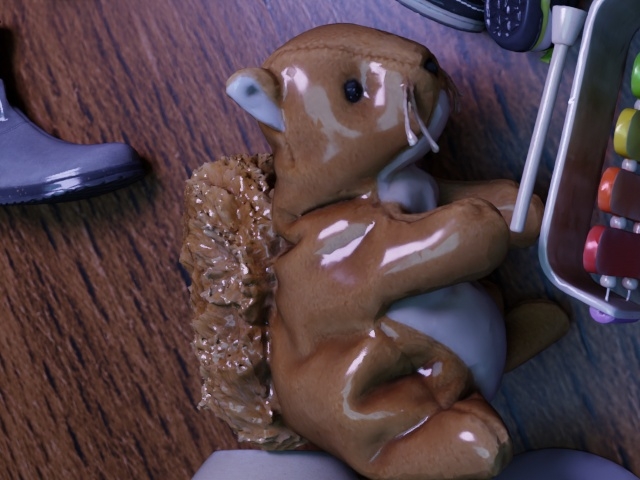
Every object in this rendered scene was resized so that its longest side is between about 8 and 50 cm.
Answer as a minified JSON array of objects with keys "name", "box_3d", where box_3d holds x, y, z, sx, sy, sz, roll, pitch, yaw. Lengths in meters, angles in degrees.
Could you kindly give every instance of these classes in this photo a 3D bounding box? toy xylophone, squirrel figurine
[{"name":"toy xylophone","box_3d":[0.255,-0.083,1.017,0.081,0.236,0.323,13,101,30]},{"name":"squirrel figurine","box_3d":[0.000,0.000,1.084,0.397,0.281,0.370,-11,108,35]}]

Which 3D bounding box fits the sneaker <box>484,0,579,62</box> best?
[{"name":"sneaker","box_3d":[0.214,-0.283,1.083,0.084,0.097,0.235,33,120,51]}]

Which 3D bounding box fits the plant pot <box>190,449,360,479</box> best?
[{"name":"plant pot","box_3d":[-0.045,0.310,1.191,0.284,0.284,0.191,-5,76,23]}]

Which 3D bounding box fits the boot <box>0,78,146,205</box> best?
[{"name":"boot","box_3d":[-0.363,-0.148,1.322,0.338,0.118,0.223,-4,91,18]}]

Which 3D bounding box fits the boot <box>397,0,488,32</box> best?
[{"name":"boot","box_3d":[0.100,-0.326,1.113,0.236,0.085,0.178,42,115,16]}]

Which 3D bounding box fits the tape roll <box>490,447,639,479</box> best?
[{"name":"tape roll","box_3d":[0.220,0.339,1.122,0.246,0.169,0.246,4,100,21]}]
